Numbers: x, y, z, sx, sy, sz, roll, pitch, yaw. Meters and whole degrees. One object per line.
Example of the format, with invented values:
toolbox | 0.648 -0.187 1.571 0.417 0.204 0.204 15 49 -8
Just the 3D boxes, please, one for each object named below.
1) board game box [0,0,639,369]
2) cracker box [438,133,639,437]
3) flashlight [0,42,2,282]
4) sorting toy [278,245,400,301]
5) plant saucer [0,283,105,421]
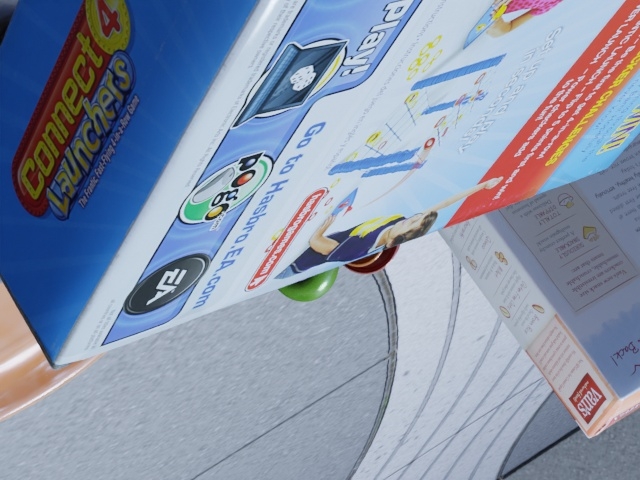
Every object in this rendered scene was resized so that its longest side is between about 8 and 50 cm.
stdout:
board game box | 0.059 -0.111 0.546 0.302 0.086 0.308 -19 157 -39
cracker box | 0.158 -0.021 0.948 0.156 0.232 0.067 -27 159 -21
flashlight | -0.043 -0.054 0.737 0.304 0.103 0.103 -23 161 -35
sorting toy | 0.000 0.000 1.004 0.102 0.061 0.042 -23 167 27
plant saucer | -0.174 0.043 0.852 0.200 0.037 0.200 -31 162 -12
